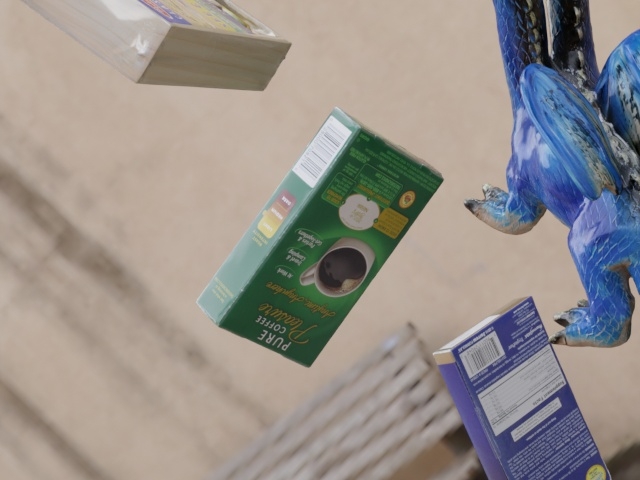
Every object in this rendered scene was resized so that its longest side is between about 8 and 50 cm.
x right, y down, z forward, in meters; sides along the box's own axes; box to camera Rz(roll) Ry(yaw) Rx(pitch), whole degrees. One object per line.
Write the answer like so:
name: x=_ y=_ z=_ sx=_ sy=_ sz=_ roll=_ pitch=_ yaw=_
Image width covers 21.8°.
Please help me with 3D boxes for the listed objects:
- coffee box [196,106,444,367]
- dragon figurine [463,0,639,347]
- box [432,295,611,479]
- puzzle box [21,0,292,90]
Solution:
coffee box: x=0.000 y=0.000 z=1.251 sx=0.184 sy=0.113 sz=0.040 roll=-55 pitch=46 yaw=8
dragon figurine: x=0.127 y=-0.035 z=0.705 sx=0.085 sy=0.289 sz=0.144 roll=-17 pitch=-41 yaw=-13
box: x=0.214 y=0.188 z=1.742 sx=0.136 sy=0.225 sz=0.036 roll=-29 pitch=8 yaw=-37
puzzle box: x=-0.233 y=-0.251 z=1.297 sx=0.052 sy=0.409 sz=0.272 roll=-57 pitch=-12 yaw=14
